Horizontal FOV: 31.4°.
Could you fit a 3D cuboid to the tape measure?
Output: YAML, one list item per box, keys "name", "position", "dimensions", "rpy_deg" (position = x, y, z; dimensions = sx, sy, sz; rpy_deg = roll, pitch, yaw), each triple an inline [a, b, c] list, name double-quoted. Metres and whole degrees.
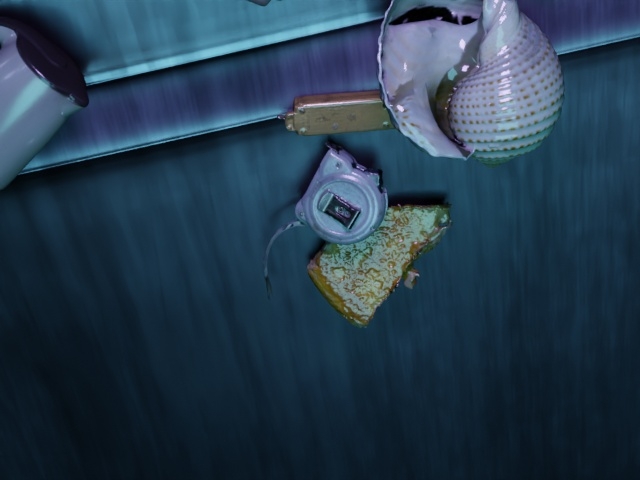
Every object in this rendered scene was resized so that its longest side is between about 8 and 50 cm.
- name: "tape measure"
  position: [-0.001, 0.000, 2.013]
  dimensions: [0.164, 0.084, 0.330]
  rpy_deg: [30, 110, 8]

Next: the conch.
- name: "conch"
  position: [0.224, -0.271, 1.803]
  dimensions: [0.303, 0.215, 0.319]
  rpy_deg: [-10, 87, -8]

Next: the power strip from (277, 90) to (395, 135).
- name: "power strip"
  position: [0.078, -0.220, 1.930]
  dimensions: [0.305, 0.044, 0.064]
  rpy_deg: [-5, 126, -2]

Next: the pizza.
- name: "pizza"
  position: [0.111, 0.016, 2.082]
  dimensions: [0.189, 0.071, 0.297]
  rpy_deg: [39, 111, -8]

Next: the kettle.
- name: "kettle"
  position: [-0.512, -0.234, 1.823]
  dimensions: [0.236, 0.161, 0.221]
  rpy_deg: [-40, 88, 21]

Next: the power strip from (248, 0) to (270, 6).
- name: "power strip"
  position: [-0.111, -0.455, 1.649]
  dimensions: [0.141, 0.229, 0.261]
  rpy_deg: [-47, 150, 24]
